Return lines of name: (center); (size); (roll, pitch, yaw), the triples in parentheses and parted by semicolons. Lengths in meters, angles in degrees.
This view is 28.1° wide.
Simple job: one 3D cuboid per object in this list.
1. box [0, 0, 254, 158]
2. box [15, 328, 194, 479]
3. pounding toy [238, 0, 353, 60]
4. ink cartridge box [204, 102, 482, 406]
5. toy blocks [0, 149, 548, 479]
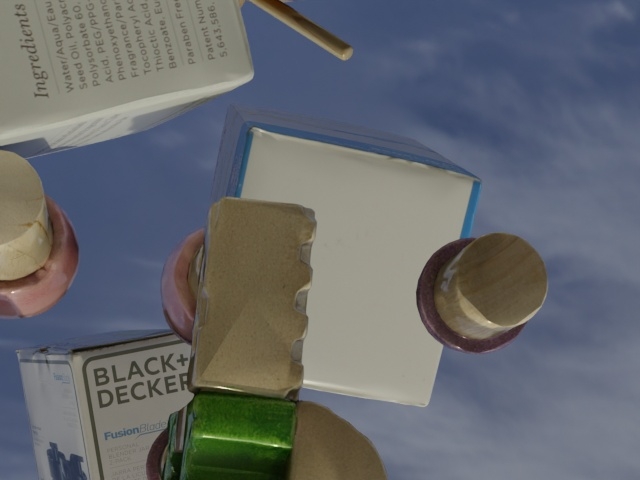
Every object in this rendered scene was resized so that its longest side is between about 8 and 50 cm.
box: (-0.131, -0.133, 0.580); (0.119, 0.181, 0.182); (-16, -86, -22)
box: (-0.122, 0.205, 0.850); (0.087, 0.169, 0.290); (-10, -91, -25)
pounding toy: (-0.052, -0.181, 0.806); (0.130, 0.141, 0.100); (-157, -98, -69)
ink cartridge box: (0.000, 0.000, 0.973); (0.168, 0.233, 0.171); (11, -80, -9)
toy blocks: (-0.042, 0.131, 0.634); (0.308, 0.260, 0.289); (6, -103, -8)
